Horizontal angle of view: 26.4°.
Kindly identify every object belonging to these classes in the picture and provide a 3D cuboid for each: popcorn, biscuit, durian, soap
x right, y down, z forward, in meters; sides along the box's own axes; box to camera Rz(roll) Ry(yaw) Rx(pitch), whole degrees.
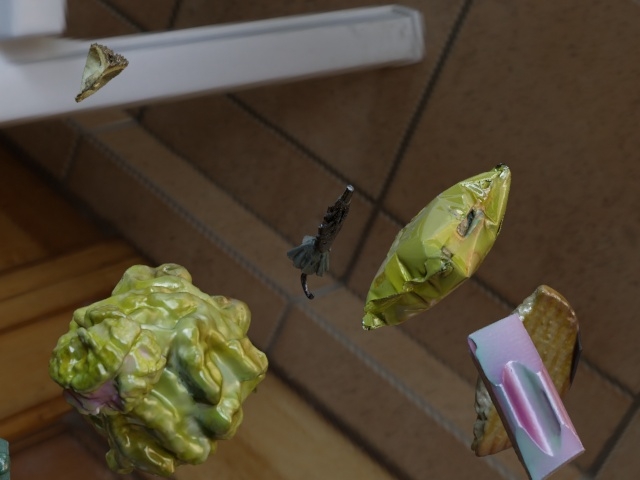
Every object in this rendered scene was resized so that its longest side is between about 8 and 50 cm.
[{"bbox_3d":[-0.254,0.147,1.643,0.126,0.126,0.145,31,132,8],"label":"popcorn"},{"bbox_3d":[0.246,0.169,1.712,0.228,0.176,0.031,-52,36,7],"label":"biscuit"},{"bbox_3d":[-0.279,-0.211,1.744,0.130,0.052,0.066,-28,49,61],"label":"durian"},{"bbox_3d":[-0.221,0.185,1.931,0.312,0.312,0.312,12,110,36],"label":"popcorn"},{"bbox_3d":[0.184,0.144,1.220,0.056,0.100,0.149,-25,72,3],"label":"soap"}]

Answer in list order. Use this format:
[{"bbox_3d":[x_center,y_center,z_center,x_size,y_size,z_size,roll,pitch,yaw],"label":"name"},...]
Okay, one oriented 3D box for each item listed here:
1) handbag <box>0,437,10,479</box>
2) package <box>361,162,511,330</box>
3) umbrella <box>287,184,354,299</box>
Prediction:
[{"bbox_3d":[-0.511,0.354,1.870,0.100,0.269,0.274,-22,56,19],"label":"handbag"},{"bbox_3d":[0.136,0.010,1.582,0.090,0.226,0.168,44,137,-4],"label":"package"},{"bbox_3d":[-0.002,-0.005,1.256,0.269,0.044,0.044,110,141,-66],"label":"umbrella"}]
